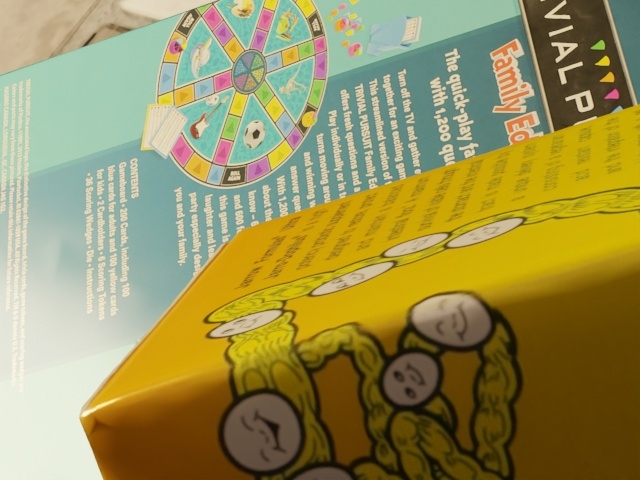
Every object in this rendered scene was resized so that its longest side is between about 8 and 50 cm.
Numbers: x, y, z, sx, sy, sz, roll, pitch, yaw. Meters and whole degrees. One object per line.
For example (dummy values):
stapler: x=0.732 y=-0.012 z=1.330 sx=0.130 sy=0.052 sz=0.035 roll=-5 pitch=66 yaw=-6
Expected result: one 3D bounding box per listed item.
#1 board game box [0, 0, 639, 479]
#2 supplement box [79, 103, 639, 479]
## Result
board game box: x=0.000 y=0.000 z=0.732 sx=0.336 sy=0.079 sz=0.254 roll=-17 pitch=49 yaw=12
supplement box: x=0.147 y=0.058 z=0.495 sx=0.356 sy=0.194 sz=0.195 roll=-17 pitch=10 yaw=13
